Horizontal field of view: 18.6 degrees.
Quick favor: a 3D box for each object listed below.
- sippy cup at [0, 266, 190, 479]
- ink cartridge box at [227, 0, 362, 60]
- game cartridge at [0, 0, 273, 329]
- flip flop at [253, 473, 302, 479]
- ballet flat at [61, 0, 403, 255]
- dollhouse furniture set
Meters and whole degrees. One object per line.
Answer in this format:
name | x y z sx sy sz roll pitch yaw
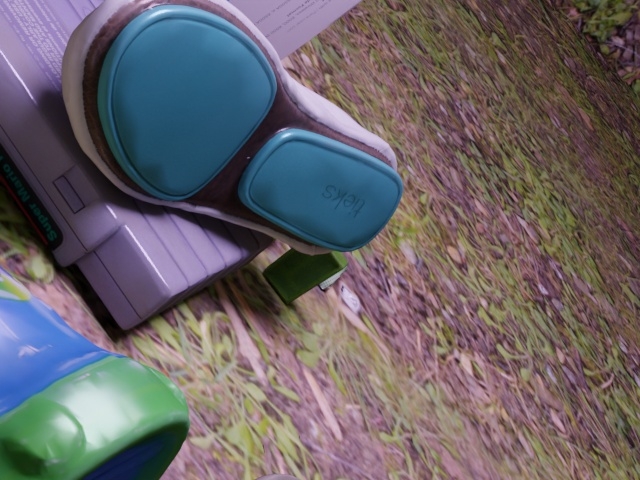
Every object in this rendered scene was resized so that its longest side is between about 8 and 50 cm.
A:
sippy cup | -0.209 0.067 0.766 0.224 0.240 0.305 46 -21 8
ink cartridge box | -0.097 -0.255 1.532 0.171 0.168 0.233 59 6 30
game cartridge | -0.184 -0.111 1.346 0.355 0.068 0.230 55 23 2
flip flop | -0.022 0.203 1.157 0.112 0.080 0.277 53 19 -4
ballet flat | -0.079 -0.089 1.317 0.400 0.139 0.139 29 31 -60
dollhouse furniture set | 0.000 0.000 1.584 0.076 0.058 0.152 54 19 -3
